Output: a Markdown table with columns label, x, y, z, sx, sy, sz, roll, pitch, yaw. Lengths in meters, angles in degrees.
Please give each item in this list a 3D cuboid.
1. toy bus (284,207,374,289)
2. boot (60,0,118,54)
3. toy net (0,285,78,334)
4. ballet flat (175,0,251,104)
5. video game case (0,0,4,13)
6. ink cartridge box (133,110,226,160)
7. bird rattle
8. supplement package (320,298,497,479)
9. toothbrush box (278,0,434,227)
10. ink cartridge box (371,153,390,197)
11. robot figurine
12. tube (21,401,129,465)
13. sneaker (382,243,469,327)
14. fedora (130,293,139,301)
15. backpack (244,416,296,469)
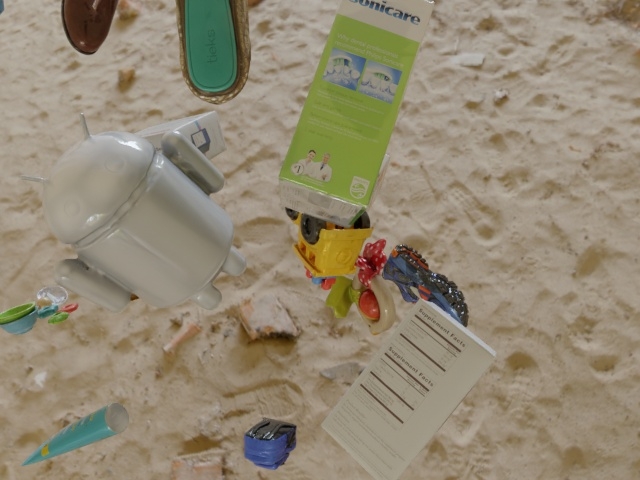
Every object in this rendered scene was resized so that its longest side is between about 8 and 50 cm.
| label | x | y | z | sx | sy | sz | roll | pitch | yaw |
| --- | --- | --- | --- | --- | --- | --- | --- | --- | --- |
| toy bus | 0.000 | 0.000 | 1.289 | 0.149 | 0.211 | 0.220 | -5 | 33 | -30 |
| boot | -0.373 | -0.496 | 1.025 | 0.280 | 0.096 | 0.264 | 4 | 74 | 47 |
| toy net | -0.527 | 0.120 | 1.060 | 0.122 | 0.045 | 0.232 | -19 | 14 | -9 |
| ballet flat | -0.093 | -0.217 | 0.462 | 0.073 | 0.067 | 0.206 | 2 | 94 | -3 |
| video game case | -0.430 | -0.328 | 0.590 | 0.166 | 0.119 | 0.015 | 26 | 60 | -15 |
| ink cartridge box | -0.312 | -0.193 | 1.139 | 0.154 | 0.093 | 0.212 | -7 | 19 | 17 |
| bird rattle | 0.129 | 0.124 | 1.375 | 0.143 | 0.253 | 0.207 | -16 | 65 | -31 |
| supplement package | 0.140 | 0.226 | 0.840 | 0.134 | 0.139 | 0.244 | 39 | 95 | 20 |
| toothbrush box | 0.041 | -0.177 | 0.774 | 0.122 | 0.206 | 0.283 | 17 | 83 | -2 |
| ink cartridge box | 0.074 | -0.153 | 1.605 | 0.168 | 0.171 | 0.233 | 24 | 51 | 10 |
| robot figurine | -0.280 | -0.029 | 0.874 | 0.200 | 0.353 | 0.300 | 8 | 59 | 51 |
| tube | -0.431 | 0.343 | 0.970 | 0.207 | 0.080 | 0.052 | -26 | 95 | 20 |
| sneaker | 0.221 | 0.106 | 1.158 | 0.221 | 0.087 | 0.083 | 45 | 34 | 9 |
| fedora | -0.539 | 0.077 | 1.556 | 0.194 | 0.079 | 0.194 | -5 | 57 | 7 |
| backpack | -0.116 | 0.470 | 1.259 | 0.098 | 0.120 | 0.101 | -2 | 86 | 23 |
